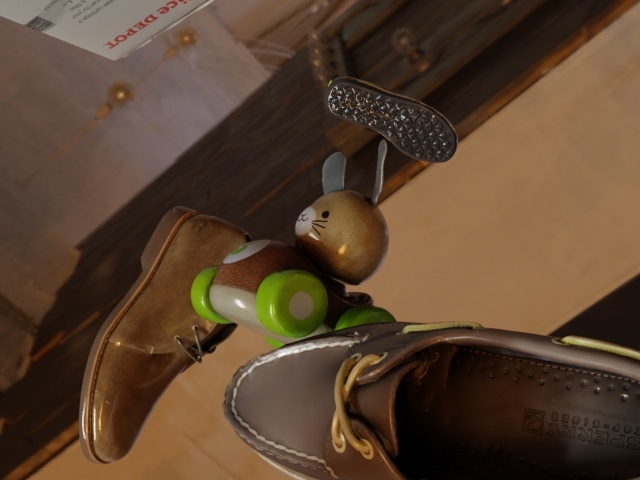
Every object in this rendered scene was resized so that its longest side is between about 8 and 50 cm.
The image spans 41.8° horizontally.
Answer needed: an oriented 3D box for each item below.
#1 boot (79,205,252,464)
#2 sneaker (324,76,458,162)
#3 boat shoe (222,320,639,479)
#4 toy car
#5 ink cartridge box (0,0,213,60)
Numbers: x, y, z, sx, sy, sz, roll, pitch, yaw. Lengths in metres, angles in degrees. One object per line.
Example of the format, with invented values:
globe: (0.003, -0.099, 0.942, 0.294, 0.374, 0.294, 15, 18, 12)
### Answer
boot: (-0.167, 0.110, 0.933, 0.115, 0.305, 0.112, 16, 163, 21)
sneaker: (0.118, -0.206, 1.345, 0.235, 0.084, 0.097, 30, -157, 5)
boat shoe: (0.066, 0.100, 0.491, 0.097, 0.324, 0.116, 34, -118, -52)
toy car: (0.000, 0.000, 0.715, 0.149, 0.188, 0.155, 27, 166, -28)
ink cartridge box: (-0.236, -0.297, 0.796, 0.273, 0.197, 0.114, 14, -123, -57)
